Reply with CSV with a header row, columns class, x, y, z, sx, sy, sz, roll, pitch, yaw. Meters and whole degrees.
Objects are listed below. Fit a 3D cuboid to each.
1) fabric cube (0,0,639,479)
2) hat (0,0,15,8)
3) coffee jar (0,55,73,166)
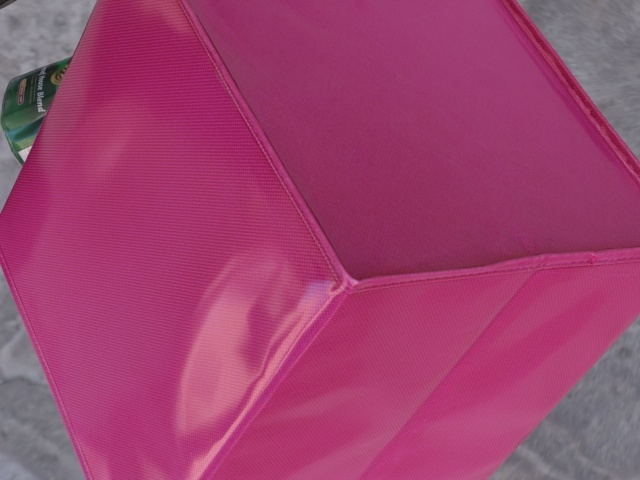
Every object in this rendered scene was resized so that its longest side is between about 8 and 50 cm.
class,x,y,z,sx,sy,sz,roll,pitch,yaw
fabric cube,0.000,0.000,0.784,0.258,0.259,0.254,-57,51,38
hat,-0.486,-0.426,1.814,0.331,0.331,0.134,1,132,16
coffee jar,-0.174,-0.124,1.164,0.184,0.096,0.079,-20,129,11
